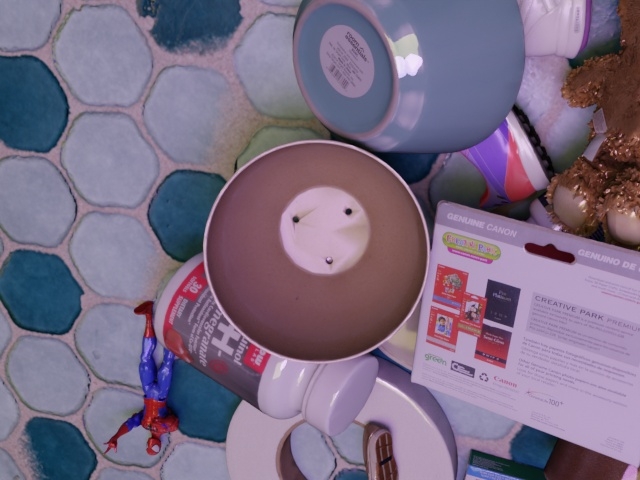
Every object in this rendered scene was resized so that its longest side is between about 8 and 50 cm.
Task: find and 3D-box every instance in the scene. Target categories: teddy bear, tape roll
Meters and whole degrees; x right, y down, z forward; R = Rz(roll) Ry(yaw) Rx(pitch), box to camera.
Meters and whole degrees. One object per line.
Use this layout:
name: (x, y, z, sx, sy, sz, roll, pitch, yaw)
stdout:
teddy bear: (0.394, -0.146, 1.012, 0.113, 0.245, 0.338, 15, 81, -28)
tape roll: (0.035, 0.367, 1.388, 0.391, 0.072, 0.392, 4, 109, 13)

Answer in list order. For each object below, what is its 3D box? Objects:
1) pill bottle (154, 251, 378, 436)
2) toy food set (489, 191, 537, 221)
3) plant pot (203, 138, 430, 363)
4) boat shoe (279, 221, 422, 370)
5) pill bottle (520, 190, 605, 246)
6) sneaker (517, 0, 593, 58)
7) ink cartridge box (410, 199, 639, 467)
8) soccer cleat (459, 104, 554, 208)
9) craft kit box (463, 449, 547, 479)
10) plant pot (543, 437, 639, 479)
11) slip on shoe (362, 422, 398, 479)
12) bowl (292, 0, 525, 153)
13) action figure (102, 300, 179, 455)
pill bottle: (-0.079, 0.155, 1.246, 0.318, 0.176, 0.176, 27, 114, 26)
toy food set: (0.314, 0.030, 1.216, 0.132, 0.038, 0.192, -35, 96, 23)
plant pot: (0.000, 0.000, 1.126, 0.284, 0.191, 0.284, 1, 101, 4)
boat shoe: (0.076, 0.081, 1.283, 0.335, 0.095, 0.112, 37, 101, -3)
pill bottle: (0.346, -0.037, 1.135, 0.169, 0.094, 0.094, -38, 95, 14)
sneaker: (0.265, -0.380, 1.052, 0.152, 0.114, 0.305, 0, 108, 14)
ink cartridge box: (0.292, 0.092, 1.060, 0.309, 0.130, 0.272, 18, 118, 27)
soccer cleat: (0.201, -0.190, 1.140, 0.116, 0.109, 0.318, -28, 102, 21)
craft kit box: (0.337, 0.485, 1.353, 0.249, 0.061, 0.247, 14, 108, 11)
plant pot: (0.453, 0.257, 1.181, 0.215, 0.215, 0.231, 16, 96, 10)
slip on shoe: (0.088, 0.348, 1.309, 0.041, 0.051, 0.135, 25, 129, 50)
bowl: (0.082, -0.233, 1.053, 0.311, 0.163, 0.312, 28, 132, 36)
action figure: (-0.295, 0.260, 1.413, 0.091, 0.139, 0.281, 10, 112, 14)
